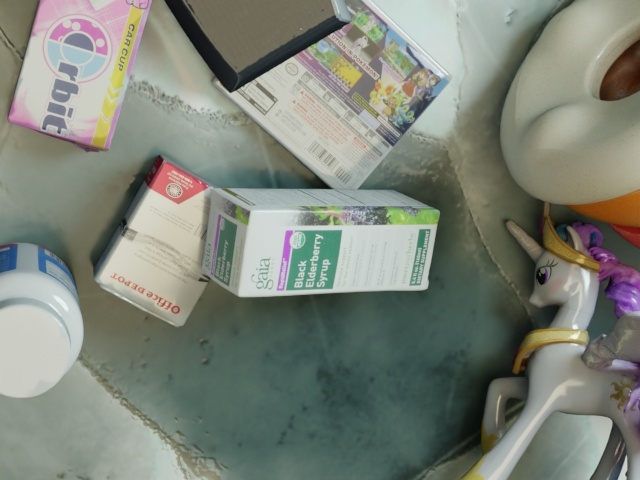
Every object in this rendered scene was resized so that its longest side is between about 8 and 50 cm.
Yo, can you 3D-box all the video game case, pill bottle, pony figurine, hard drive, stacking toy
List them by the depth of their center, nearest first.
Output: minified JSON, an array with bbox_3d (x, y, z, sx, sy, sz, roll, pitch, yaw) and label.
[{"bbox_3d":[-0.301,0.081,1.317,0.124,0.221,0.124,-2,102,-12],"label":"pill bottle"},{"bbox_3d":[-0.092,-0.300,1.361,0.172,0.054,0.255,-31,100,-3],"label":"hard drive"},{"bbox_3d":[0.458,-0.064,1.429,0.480,0.350,0.350,41,90,-27],"label":"stacking toy"},{"bbox_3d":[0.014,-0.176,1.440,0.201,0.023,0.183,41,90,-16],"label":"video game case"},{"bbox_3d":[0.331,0.159,1.445,0.351,0.303,0.363,15,86,22],"label":"pony figurine"}]

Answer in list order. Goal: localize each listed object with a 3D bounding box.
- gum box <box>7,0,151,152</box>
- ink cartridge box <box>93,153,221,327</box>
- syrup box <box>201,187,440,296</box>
[{"bbox_3d":[-0.249,-0.190,1.357,0.107,0.062,0.188,15,97,-15],"label":"gum box"},{"bbox_3d":[-0.161,0.000,1.414,0.109,0.063,0.150,30,93,-17],"label":"ink cartridge box"},{"bbox_3d":[0.000,0.000,1.396,0.237,0.096,0.093,-1,107,-33],"label":"syrup box"}]
